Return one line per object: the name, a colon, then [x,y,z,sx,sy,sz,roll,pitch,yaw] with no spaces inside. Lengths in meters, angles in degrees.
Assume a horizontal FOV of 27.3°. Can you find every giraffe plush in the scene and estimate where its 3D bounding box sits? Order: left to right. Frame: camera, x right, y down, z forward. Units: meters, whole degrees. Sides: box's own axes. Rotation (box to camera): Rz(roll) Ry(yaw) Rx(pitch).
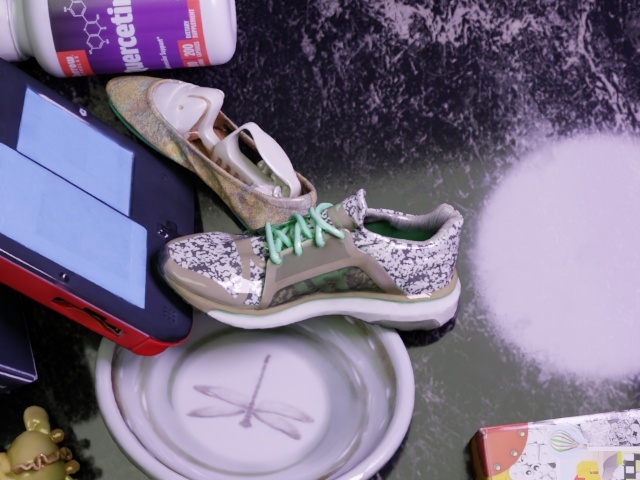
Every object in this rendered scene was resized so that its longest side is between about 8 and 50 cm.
giraffe plush: [-0.405,0.301,1.686,0.170,0.210,0.181,-27,109,-27]

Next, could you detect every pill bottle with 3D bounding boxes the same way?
pill bottle: [-0.282,-0.319,1.807,0.322,0.181,0.182,-5,77,2]

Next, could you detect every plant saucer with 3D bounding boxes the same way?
plant saucer: [-0.084,0.193,1.671,0.400,0.100,0.400,5,46,-5]

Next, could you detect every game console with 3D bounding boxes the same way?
game console: [-0.313,-0.056,1.626,0.060,0.386,0.342,-36,36,31]

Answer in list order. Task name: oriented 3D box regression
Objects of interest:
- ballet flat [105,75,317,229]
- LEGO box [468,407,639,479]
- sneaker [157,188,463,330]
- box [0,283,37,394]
ballet flat: [-0.140,-0.136,1.785,0.348,0.123,0.123,42,82,9]
LEGO box: [0.403,0.457,1.584,0.372,0.193,0.500,-8,77,1]
sneaker: [0.000,0.000,1.668,0.410,0.182,0.158,1,38,-17]
box: [-0.661,0.014,1.616,0.471,0.297,0.480,-23,68,13]
